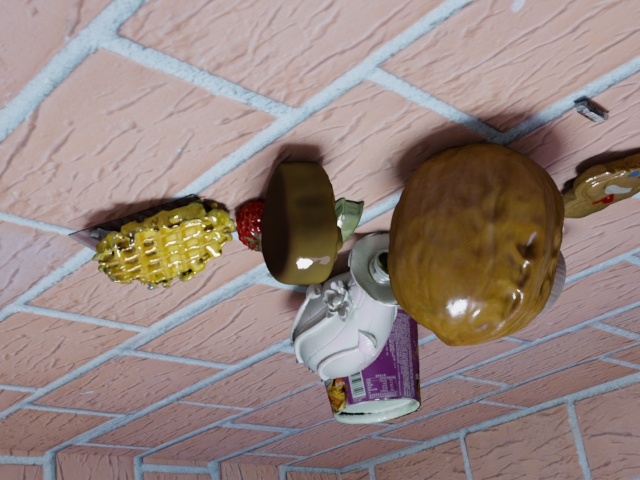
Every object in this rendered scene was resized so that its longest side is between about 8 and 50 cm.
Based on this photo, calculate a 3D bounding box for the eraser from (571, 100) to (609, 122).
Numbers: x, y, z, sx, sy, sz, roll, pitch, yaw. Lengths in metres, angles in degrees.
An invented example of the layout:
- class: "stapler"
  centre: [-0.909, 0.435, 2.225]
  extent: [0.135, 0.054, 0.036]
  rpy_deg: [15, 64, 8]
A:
- class: "eraser"
  centre: [0.499, -0.238, 1.649]
  extent: [0.099, 0.019, 0.027]
  rpy_deg: [17, 159, -42]

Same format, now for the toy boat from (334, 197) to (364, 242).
- class: "toy boat"
  centre: [0.000, 0.000, 1.962]
  extent: [0.093, 0.055, 0.293]
  rpy_deg: [10, 149, -29]

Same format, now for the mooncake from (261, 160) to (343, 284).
- class: "mooncake"
  centre: [-0.038, -0.023, 1.687]
  extent: [0.117, 0.235, 0.235]
  rpy_deg: [-2, 154, -17]

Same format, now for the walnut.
- class: "walnut"
  centre: [0.302, 0.011, 1.719]
  extent: [0.354, 0.398, 0.308]
  rpy_deg: [9, -177, -35]

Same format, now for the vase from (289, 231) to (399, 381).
- class: "vase"
  centre: [0.089, 0.161, 2.145]
  extent: [0.250, 0.250, 0.445]
  rpy_deg: [2, 149, -20]

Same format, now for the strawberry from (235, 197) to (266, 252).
- class: "strawberry"
  centre: [-0.109, -0.025, 1.843]
  extent: [0.145, 0.086, 0.145]
  rpy_deg: [-8, 154, -4]

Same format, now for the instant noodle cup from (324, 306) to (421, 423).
- class: "instant noodle cup"
  centre: [0.145, 0.360, 2.530]
  extent: [0.340, 0.266, 0.340]
  rpy_deg: [-8, 156, -3]

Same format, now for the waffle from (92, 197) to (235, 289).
- class: "waffle"
  centre: [-0.316, 0.014, 1.822]
  extent: [0.280, 0.060, 0.262]
  rpy_deg: [-39, 147, 30]

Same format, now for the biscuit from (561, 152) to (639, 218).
- class: "biscuit"
  centre: [0.636, -0.132, 1.861]
  extent: [0.319, 0.047, 0.183]
  rpy_deg: [-28, 155, 24]

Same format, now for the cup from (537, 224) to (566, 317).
- class: "cup"
  centre: [0.429, 0.049, 2.019]
  extent: [0.288, 0.208, 0.273]
  rpy_deg: [-24, 149, 33]

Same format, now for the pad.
- class: "pad"
  centre: [-0.349, -0.015, 1.882]
  extent: [0.299, 0.005, 0.202]
  rpy_deg: [-16, 154, 17]

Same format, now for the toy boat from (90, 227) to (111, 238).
- class: "toy boat"
  centre: [-0.402, 0.008, 1.866]
  extent: [0.149, 0.034, 0.105]
  rpy_deg: [-3, 149, -15]
